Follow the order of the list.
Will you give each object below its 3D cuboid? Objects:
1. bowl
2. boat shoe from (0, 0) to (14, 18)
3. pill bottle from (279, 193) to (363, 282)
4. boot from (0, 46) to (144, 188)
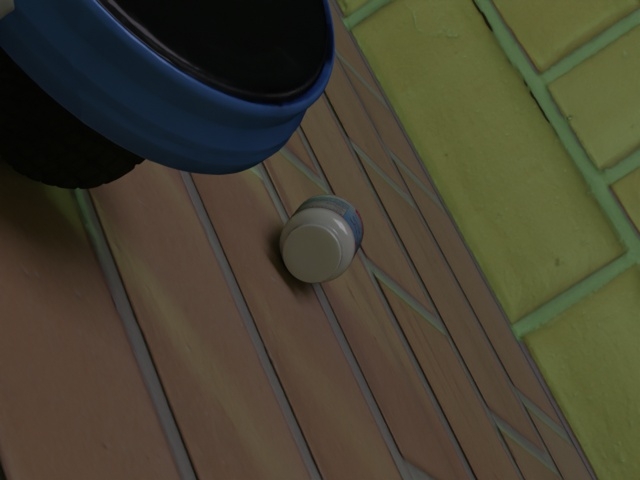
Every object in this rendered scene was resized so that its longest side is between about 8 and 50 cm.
[{"bbox_3d":[-0.137,-0.234,1.274,0.391,0.077,0.391,36,34,-30],"label":"bowl"},{"bbox_3d":[-0.333,-0.230,1.050,0.367,0.156,0.136,49,-20,32],"label":"boat shoe"},{"bbox_3d":[0.000,0.000,1.902,0.087,0.087,0.160,55,12,-5],"label":"pill bottle"},{"bbox_3d":[-0.261,-0.187,1.270,0.338,0.118,0.222,39,20,-53],"label":"boot"}]
